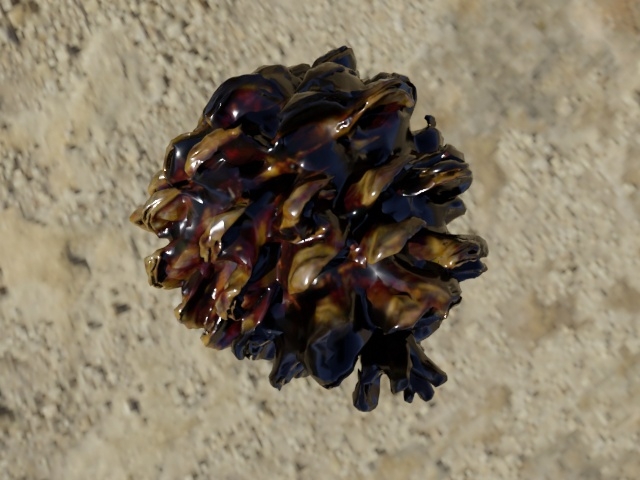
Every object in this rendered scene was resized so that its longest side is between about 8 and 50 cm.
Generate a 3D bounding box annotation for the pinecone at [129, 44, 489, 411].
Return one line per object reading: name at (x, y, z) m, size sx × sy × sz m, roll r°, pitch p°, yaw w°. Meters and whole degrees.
pinecone at (0.006, -0.011, 1.087) m, size 0.243 × 0.257 × 0.243 m, roll -55°, pitch 164°, yaw -24°
